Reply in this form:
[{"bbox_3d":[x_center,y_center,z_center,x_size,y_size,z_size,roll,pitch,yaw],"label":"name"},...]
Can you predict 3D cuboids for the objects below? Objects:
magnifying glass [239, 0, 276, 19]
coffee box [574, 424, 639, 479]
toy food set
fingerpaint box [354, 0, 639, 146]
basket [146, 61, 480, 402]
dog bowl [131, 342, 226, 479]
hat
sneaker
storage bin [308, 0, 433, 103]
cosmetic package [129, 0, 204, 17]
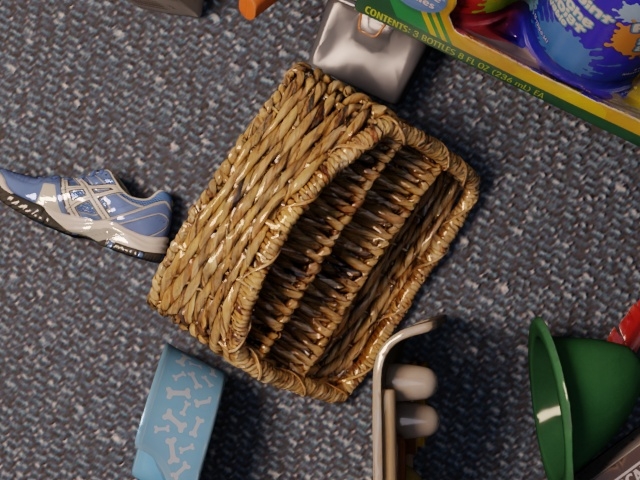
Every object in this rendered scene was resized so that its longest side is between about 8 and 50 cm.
[{"bbox_3d":[-0.001,-0.294,1.198,0.026,0.092,0.231,37,57,18],"label":"magnifying glass"},{"bbox_3d":[0.391,0.228,1.172,0.246,0.098,0.141,-37,84,6],"label":"coffee box"},{"bbox_3d":[0.109,0.227,1.153,0.092,0.220,0.306,0,89,9],"label":"toy food set"},{"bbox_3d":[0.282,-0.256,1.025,0.445,0.371,0.163,26,69,1],"label":"fingerpaint box"},{"bbox_3d":[0.000,0.000,1.175,0.223,0.213,0.299,35,94,8],"label":"basket"},{"bbox_3d":[-0.167,0.260,1.229,0.074,0.166,0.297,16,91,-4],"label":"dog bowl"},{"bbox_3d":[0.312,0.143,1.159,0.184,0.173,0.208,-7,101,-1],"label":"hat"},{"bbox_3d":[-0.261,-0.042,1.289,0.211,0.080,0.081,19,86,-1],"label":"sneaker"},{"bbox_3d":[0.054,-0.205,1.236,0.135,0.098,0.091,25,103,8],"label":"storage bin"},{"bbox_3d":[-0.158,-0.367,1.254,0.086,0.117,0.231,12,92,8],"label":"cosmetic package"}]
